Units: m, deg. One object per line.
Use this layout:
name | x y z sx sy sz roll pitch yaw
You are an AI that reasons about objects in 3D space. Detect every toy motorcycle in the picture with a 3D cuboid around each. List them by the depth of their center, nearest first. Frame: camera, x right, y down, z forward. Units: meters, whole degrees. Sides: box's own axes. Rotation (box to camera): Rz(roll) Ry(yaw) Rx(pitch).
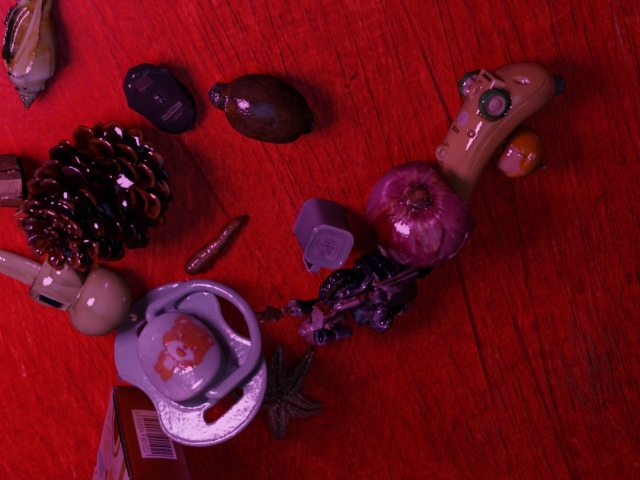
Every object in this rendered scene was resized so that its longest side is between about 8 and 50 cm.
toy motorcycle | 0.057 0.125 2.087 0.401 0.134 0.207 -16 138 -31

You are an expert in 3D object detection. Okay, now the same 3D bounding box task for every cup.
cup | 0.000 0.000 2.043 0.095 0.129 0.128 19 111 -17

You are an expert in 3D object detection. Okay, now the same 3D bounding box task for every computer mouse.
computer mouse | -0.290 -0.258 1.874 0.099 0.057 0.172 -42 130 3

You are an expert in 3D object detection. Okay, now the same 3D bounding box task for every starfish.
starfish | -0.088 0.322 2.203 0.240 0.043 0.227 9 99 -39

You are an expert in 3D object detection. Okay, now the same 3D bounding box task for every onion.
onion | 0.181 -0.043 2.027 0.201 0.200 0.207 -33 94 0

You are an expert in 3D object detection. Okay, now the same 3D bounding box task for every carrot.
carrot | -0.204 0.008 2.036 0.165 0.035 0.035 -43 119 3

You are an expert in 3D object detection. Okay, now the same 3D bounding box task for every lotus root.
lotus root | -0.106 -0.242 1.904 0.210 0.120 0.120 14 110 -23

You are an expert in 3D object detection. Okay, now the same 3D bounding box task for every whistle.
whistle | -0.473 0.075 1.952 0.294 0.141 0.141 37 100 -10

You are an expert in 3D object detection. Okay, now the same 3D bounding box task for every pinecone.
pinecone | -0.395 -0.066 1.805 0.246 0.292 0.246 15 129 19

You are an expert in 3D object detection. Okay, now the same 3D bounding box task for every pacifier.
pacifier | -0.228 0.236 2.038 0.288 0.343 0.269 -40 161 0

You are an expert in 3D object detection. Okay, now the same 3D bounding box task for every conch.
conch | -0.494 -0.322 1.770 0.095 0.079 0.200 -1 98 -2

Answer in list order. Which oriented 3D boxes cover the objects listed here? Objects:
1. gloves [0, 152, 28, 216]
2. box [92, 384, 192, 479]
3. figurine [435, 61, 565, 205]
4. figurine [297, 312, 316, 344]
gloves | -0.674 -0.071 1.790 0.331 0.154 0.141 -17 133 -15
box | -0.372 0.542 2.058 0.122 0.344 0.385 8 112 -21
figurine | 0.352 -0.204 2.060 0.222 0.124 0.324 17 111 -27
figurine | -0.006 0.182 2.158 0.083 0.071 0.067 14 151 -14
